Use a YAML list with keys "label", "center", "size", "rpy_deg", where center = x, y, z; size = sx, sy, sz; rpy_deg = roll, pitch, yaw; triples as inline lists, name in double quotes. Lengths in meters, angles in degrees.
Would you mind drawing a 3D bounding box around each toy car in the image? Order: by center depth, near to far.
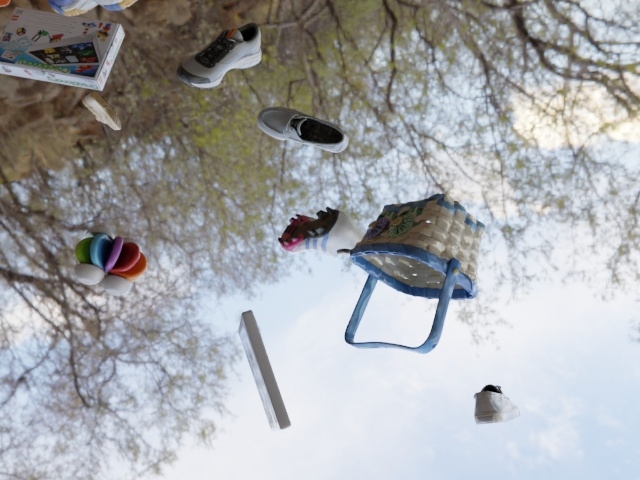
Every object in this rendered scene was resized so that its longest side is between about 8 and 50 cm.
- label: "toy car"
  center: [-0.533, 0.043, 1.678]
  size: [0.136, 0.182, 0.159]
  rpy_deg: [-25, -134, 44]

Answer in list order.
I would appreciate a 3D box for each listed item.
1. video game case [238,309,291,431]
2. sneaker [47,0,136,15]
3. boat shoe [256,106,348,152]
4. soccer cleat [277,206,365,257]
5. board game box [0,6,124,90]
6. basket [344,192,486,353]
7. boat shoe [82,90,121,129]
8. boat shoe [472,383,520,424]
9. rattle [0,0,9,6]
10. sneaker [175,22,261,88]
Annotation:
- label: "video game case"
  center: [-0.096, 0.220, 1.078]
  size: [0.022, 0.190, 0.173]
  rpy_deg: [-18, 167, -14]
- label: "sneaker"
  center: [-0.409, -0.476, 1.130]
  size: [0.296, 0.131, 0.112]
  rpy_deg: [11, -124, 42]
- label: "boat shoe"
  center: [-0.043, -0.268, 1.524]
  size: [0.228, 0.079, 0.081]
  rpy_deg: [17, 178, 5]
- label: "soccer cleat"
  center: [0.000, 0.000, 1.708]
  size: [0.116, 0.143, 0.331]
  rpy_deg: [-60, -160, -17]
- label: "board game box"
  center: [-0.705, -0.518, 1.750]
  size: [0.305, 0.053, 0.193]
  rpy_deg: [11, -112, 6]
- label: "basket"
  center: [0.162, 0.069, 1.209]
  size: [0.255, 0.201, 0.289]
  rpy_deg: [-10, -123, 56]
- label: "boat shoe"
  center: [-0.754, -0.440, 2.241]
  size: [0.059, 0.170, 0.063]
  rpy_deg: [-19, -131, 12]
- label: "boat shoe"
  center: [0.302, 0.283, 1.139]
  size: [0.066, 0.063, 0.184]
  rpy_deg: [-14, 166, 30]
- label: "rattle"
  center: [-0.747, -0.453, 1.307]
  size: [0.200, 0.130, 0.143]
  rpy_deg: [-1, -162, 23]
- label: "sneaker"
  center: [-0.250, -0.462, 1.606]
  size: [0.100, 0.108, 0.271]
  rpy_deg: [37, -127, 15]
